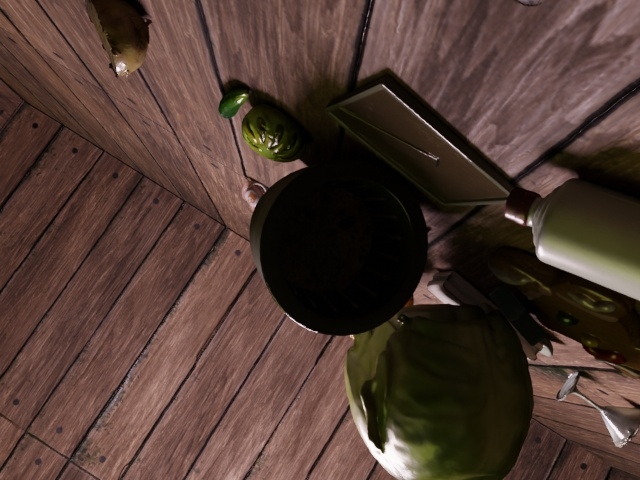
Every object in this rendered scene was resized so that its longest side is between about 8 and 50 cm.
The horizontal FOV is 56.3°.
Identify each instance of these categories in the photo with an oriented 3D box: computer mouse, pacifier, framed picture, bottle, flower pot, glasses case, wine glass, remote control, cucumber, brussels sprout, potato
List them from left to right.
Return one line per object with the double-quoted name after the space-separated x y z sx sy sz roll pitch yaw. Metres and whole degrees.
-0.332 -0.369 1.002 0.172 0.089 0.101 62 160 25 "potato"
-0.165 -0.253 1.105 0.039 0.039 0.168 35 167 -16 "cucumber"
-0.172 -0.128 1.696 0.099 0.081 0.078 55 -154 6 "pacifier"
0.000 0.000 1.128 0.293 0.294 0.330 35 175 -17 "flower pot"
0.138 -0.124 0.841 0.260 0.023 0.189 36 169 -18 "framed picture"
0.232 0.305 1.162 0.342 0.361 0.425 -4 177 26 "brussels sprout"
0.379 0.173 1.387 0.277 0.055 0.103 39 169 -5 "remote control"
0.403 0.154 1.221 0.184 0.039 0.078 39 -165 -49 "glasses case"
0.510 0.235 1.412 0.056 0.032 0.110 54 167 -20 "computer mouse"
0.702 0.417 1.513 0.183 0.122 0.122 36 171 13 "wine glass"
0.320 -0.001 0.653 0.245 0.104 0.104 26 168 32 "bottle"

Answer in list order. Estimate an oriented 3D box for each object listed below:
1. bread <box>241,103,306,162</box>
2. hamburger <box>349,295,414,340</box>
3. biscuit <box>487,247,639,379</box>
-0.091 -0.190 1.092 0.130 0.071 0.139 33 171 -33 "bread"
0.096 0.117 1.478 0.289 0.170 0.314 36 -154 -13 "hamburger"
0.487 0.164 1.046 0.432 0.064 0.283 40 168 -35 "biscuit"
